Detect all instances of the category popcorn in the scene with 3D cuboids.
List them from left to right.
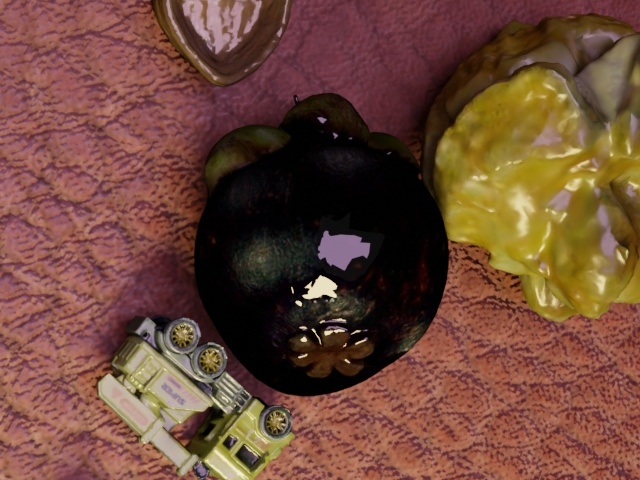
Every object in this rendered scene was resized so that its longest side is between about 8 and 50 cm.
[{"bbox_3d":[0.227,-0.070,1.142,0.276,0.225,0.277,2,109,6],"label":"popcorn"}]

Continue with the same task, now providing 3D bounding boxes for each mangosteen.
[{"bbox_3d":[0.000,0.000,1.066,0.242,0.243,0.243,0,91,-22],"label":"mangosteen"}]

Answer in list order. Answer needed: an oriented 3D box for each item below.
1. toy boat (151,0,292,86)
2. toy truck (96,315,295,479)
[{"bbox_3d":[-0.086,-0.223,1.096,0.116,0.061,0.188,3,90,-24],"label":"toy boat"},{"bbox_3d":[-0.111,0.141,1.085,0.169,0.077,0.100,46,72,-18],"label":"toy truck"}]
